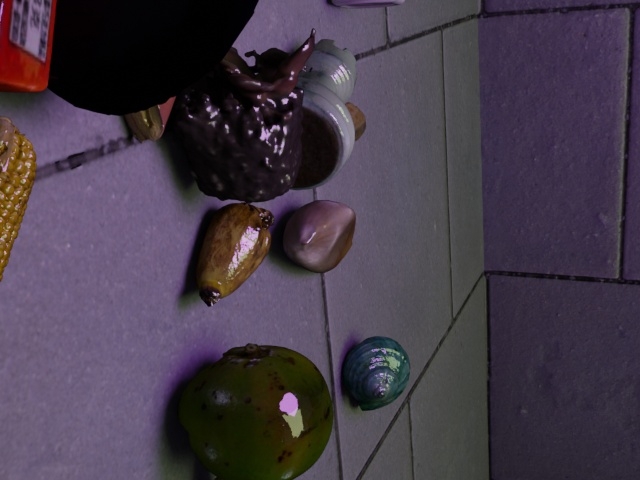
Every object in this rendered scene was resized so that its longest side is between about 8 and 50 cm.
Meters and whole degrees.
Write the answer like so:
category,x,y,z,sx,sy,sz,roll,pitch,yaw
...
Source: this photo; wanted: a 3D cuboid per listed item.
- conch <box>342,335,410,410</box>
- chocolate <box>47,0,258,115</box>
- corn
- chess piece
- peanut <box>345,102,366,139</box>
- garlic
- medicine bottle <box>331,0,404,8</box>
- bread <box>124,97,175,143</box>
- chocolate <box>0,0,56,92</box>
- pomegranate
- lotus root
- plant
category,x,y,z,sx,sy,sz,roll,pitch,yaw
conch,0.133,0.317,1.781,0.202,0.134,0.196,-21,111,-65
chocolate,-0.223,-0.289,0.797,0.284,0.186,0.283,-33,155,-17
corn,-0.345,0.016,0.727,0.106,0.106,0.293,38,58,-61
chess piece,-0.016,-0.240,1.348,0.299,0.195,0.194,-70,152,-51
peanut,0.036,-0.231,1.560,0.194,0.083,0.093,-35,138,-62
garlic,0.004,-0.008,1.487,0.143,0.112,0.318,-61,159,-2
medicine bottle,0.094,-0.624,1.545,0.111,0.161,0.296,-25,117,-67
bread,-0.221,-0.238,1.007,0.119,0.067,0.192,61,40,-62
chocolate,-0.319,-0.231,0.605,0.108,0.235,0.237,18,76,-76
pomegranate,-0.103,0.305,1.182,0.236,0.236,0.301,-16,119,-65
lotus root,-0.145,0.025,1.193,0.108,0.094,0.190,48,55,-29
plant,-0.112,-0.178,1.114,0.178,0.204,0.234,-72,164,-50
